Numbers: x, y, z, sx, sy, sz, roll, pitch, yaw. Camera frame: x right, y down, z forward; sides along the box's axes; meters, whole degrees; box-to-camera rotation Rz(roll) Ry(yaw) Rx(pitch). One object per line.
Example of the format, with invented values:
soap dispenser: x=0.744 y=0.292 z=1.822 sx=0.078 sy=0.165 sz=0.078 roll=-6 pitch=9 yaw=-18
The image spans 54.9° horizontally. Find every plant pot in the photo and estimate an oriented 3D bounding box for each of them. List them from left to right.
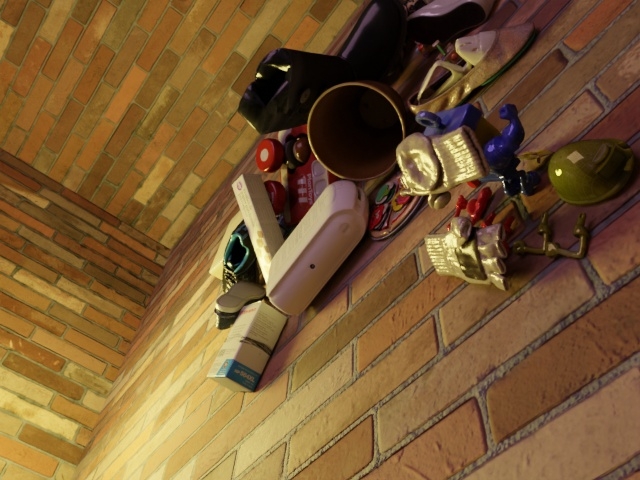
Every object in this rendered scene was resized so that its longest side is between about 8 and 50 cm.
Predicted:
plant pot: x=0.123 y=-0.302 z=1.542 sx=0.237 sy=0.237 sz=0.254 roll=-45 pitch=4 yaw=33

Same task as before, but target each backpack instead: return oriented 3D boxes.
backpack: x=-0.122 y=-0.032 z=1.881 sx=0.114 sy=0.084 sz=0.105 roll=-53 pitch=15 yaw=-10

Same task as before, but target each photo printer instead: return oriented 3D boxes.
photo printer: x=0.000 y=0.000 z=1.455 sx=0.307 sy=0.107 sz=0.256 roll=-52 pitch=13 yaw=15

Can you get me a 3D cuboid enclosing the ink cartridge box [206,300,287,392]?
ink cartridge box: x=-0.180 y=0.263 z=1.522 sx=0.148 sy=0.086 sz=0.203 roll=-23 pitch=37 yaw=61

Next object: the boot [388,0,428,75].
boot: x=0.225 y=-0.635 z=1.891 sx=0.284 sy=0.138 sz=0.377 roll=-51 pitch=9 yaw=-6

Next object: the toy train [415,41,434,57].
toy train: x=0.321 y=-0.589 z=1.753 sx=0.166 sy=0.046 sz=0.125 roll=-42 pitch=23 yaw=39

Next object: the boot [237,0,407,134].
boot: x=0.017 y=-0.455 z=1.552 sx=0.445 sy=0.146 sz=0.367 roll=-17 pitch=-45 yaw=-51

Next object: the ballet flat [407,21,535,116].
ballet flat: x=0.304 y=-0.363 z=1.310 sx=0.316 sy=0.106 sz=0.107 roll=-42 pitch=22 yaw=36

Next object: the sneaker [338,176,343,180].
sneaker: x=0.033 y=-0.223 z=1.821 sx=0.065 sy=0.076 sz=0.166 roll=-57 pitch=18 yaw=-6

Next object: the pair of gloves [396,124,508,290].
pair of gloves: x=0.183 y=-0.044 z=0.894 sx=0.042 sy=0.240 sz=0.204 roll=-25 pitch=13 yaw=-20

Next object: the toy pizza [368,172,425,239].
toy pizza: x=0.162 y=-0.091 z=1.330 sx=0.201 sy=0.032 sz=0.201 roll=-49 pitch=19 yaw=24

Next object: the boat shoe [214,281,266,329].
boat shoe: x=-0.219 y=0.179 z=1.704 sx=0.254 sy=0.095 sz=0.079 roll=-44 pitch=-31 yaw=-73

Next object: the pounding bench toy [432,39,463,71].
pounding bench toy: x=0.305 y=-0.441 z=1.477 sx=0.052 sy=0.083 sz=0.065 roll=-48 pitch=19 yaw=24

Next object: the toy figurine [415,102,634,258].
toy figurine: x=0.227 y=-0.110 z=0.897 sx=0.191 sy=0.217 sz=0.362 roll=-58 pitch=17 yaw=-5

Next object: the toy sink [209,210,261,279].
toy sink: x=-0.247 y=0.018 z=2.047 sx=0.153 sy=0.131 sz=0.234 roll=-37 pitch=29 yaw=46

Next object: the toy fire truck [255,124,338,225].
toy fire truck: x=-0.041 y=-0.192 z=1.723 sx=0.254 sy=0.169 sz=0.302 roll=-13 pitch=77 yaw=47

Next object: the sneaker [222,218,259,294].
sneaker: x=-0.246 y=0.067 z=1.810 sx=0.140 sy=0.125 sz=0.340 roll=-43 pitch=-23 yaw=-51

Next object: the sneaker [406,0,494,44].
sneaker: x=0.346 y=-0.602 z=1.625 sx=0.290 sy=0.106 sz=0.123 roll=4 pitch=57 yaw=53

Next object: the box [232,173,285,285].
box: x=-0.152 y=-0.027 z=1.669 sx=0.063 sy=0.067 sz=0.324 roll=-37 pitch=68 yaw=45
